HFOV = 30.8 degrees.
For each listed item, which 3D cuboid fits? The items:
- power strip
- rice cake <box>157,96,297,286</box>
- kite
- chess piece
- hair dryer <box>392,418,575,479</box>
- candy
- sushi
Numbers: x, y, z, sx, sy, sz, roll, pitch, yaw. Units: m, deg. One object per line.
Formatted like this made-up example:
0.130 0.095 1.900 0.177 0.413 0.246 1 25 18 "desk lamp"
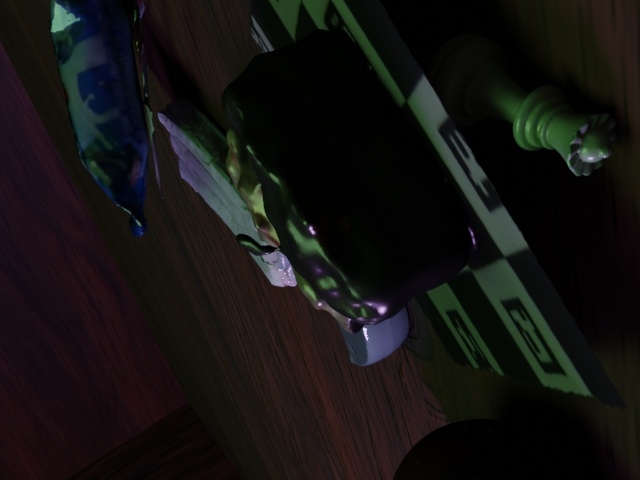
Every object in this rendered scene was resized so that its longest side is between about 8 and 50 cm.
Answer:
0.000 0.000 0.911 0.216 0.044 0.137 58 166 -1 "power strip"
-0.086 -0.046 1.125 0.211 0.038 0.124 50 164 35 "rice cake"
-0.164 -0.157 1.098 0.310 0.015 0.169 107 155 -74 "kite"
0.087 -0.055 0.493 0.093 0.042 0.042 38 156 44 "chess piece"
0.183 0.262 0.784 0.340 0.123 0.312 45 175 9 "hair dryer"
-0.218 -0.166 1.163 0.187 0.077 0.331 -178 76 -84 "candy"
-0.004 -0.018 0.663 0.296 0.100 0.373 58 174 0 "sushi"
